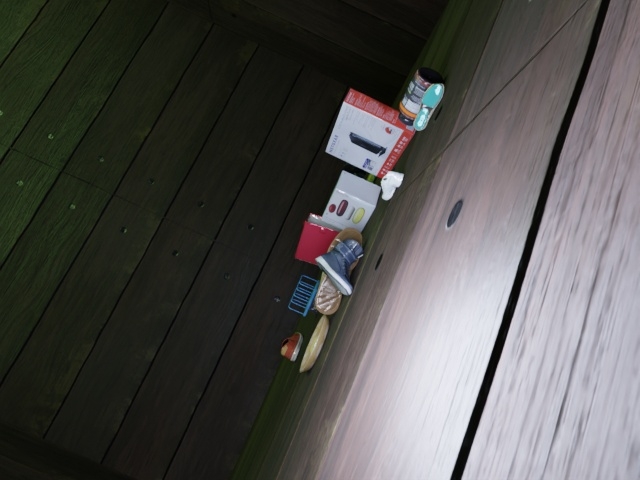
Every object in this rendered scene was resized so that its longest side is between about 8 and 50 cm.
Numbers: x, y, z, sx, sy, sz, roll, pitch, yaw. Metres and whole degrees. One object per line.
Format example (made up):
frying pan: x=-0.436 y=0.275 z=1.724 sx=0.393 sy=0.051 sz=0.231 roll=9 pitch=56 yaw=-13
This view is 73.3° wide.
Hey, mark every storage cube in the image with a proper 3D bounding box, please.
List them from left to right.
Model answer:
storage cube: x=0.000 y=0.000 z=2.107 sx=0.184 sy=0.214 sz=0.193 roll=-74 pitch=2 yaw=-73

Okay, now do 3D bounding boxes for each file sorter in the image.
file sorter: x=-0.088 y=0.289 z=2.286 sx=0.118 sy=0.104 sz=0.171 roll=-71 pitch=5 yaw=-70

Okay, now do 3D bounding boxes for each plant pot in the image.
plant pot: x=-0.017 y=0.392 z=1.630 sx=0.236 sy=0.032 sz=0.237 roll=-155 pitch=90 yaw=-90

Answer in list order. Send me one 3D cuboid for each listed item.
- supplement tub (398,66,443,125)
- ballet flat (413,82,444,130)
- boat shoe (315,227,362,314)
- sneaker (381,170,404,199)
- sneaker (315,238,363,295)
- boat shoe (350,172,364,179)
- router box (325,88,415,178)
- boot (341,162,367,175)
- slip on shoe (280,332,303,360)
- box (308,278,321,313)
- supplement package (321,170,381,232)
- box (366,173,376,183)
supplement tub: x=0.351 y=-0.510 z=1.546 sx=0.198 sy=0.105 sz=0.106 roll=116 pitch=178 yaw=-53
ballet flat: x=0.353 y=-0.443 z=1.413 sx=0.052 sy=0.057 sz=0.168 roll=-52 pitch=-10 yaw=-51
boat shoe: x=0.062 y=0.115 z=1.654 sx=0.123 sy=0.123 sz=0.343 roll=132 pitch=156 yaw=-82
sneaker: x=0.235 y=-0.193 z=1.476 sx=0.152 sy=0.061 sz=0.054 roll=114 pitch=178 yaw=-63
sneaker: x=0.095 y=0.083 z=1.499 sx=0.163 sy=0.086 sz=0.226 roll=-31 pitch=38 yaw=-8
boat shoe: x=0.218 y=-0.270 z=2.588 sx=0.303 sy=0.091 sz=0.114 roll=90 pitch=164 yaw=-47
router box: x=0.203 y=-0.431 z=1.801 sx=0.335 sy=0.300 sz=0.082 roll=116 pitch=179 yaw=-64
boot: x=0.289 y=-0.528 z=2.570 sx=0.347 sy=0.131 sz=0.260 roll=-28 pitch=29 yaw=48
slip on shoe: x=-0.167 y=0.597 z=2.468 sx=0.331 sy=0.101 sz=0.123 roll=-65 pitch=-3 yaw=-86
box: x=0.018 y=0.248 z=2.288 sx=0.183 sy=0.056 sz=0.231 roll=-69 pitch=4 yaw=-57
supplement package: x=0.136 y=-0.162 z=1.927 sx=0.149 sy=0.194 sz=0.203 roll=-68 pitch=2 yaw=-46
box: x=0.291 y=-0.350 z=2.488 sx=0.179 sy=0.043 sz=0.105 roll=-73 pitch=7 yaw=-67
